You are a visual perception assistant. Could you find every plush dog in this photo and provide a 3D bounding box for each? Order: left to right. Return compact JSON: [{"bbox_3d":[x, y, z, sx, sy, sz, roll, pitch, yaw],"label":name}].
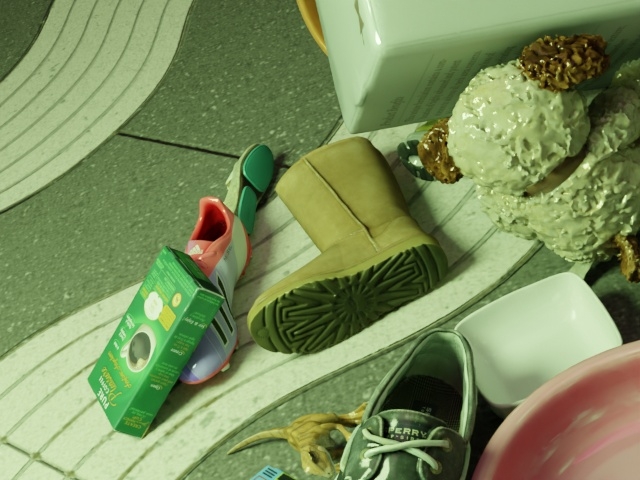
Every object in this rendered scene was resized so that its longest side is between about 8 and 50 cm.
[{"bbox_3d":[0.220,-0.081,1.262,0.262,0.225,0.211,-39,30,32],"label":"plush dog"}]

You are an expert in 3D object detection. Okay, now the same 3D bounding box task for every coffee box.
[{"bbox_3d":[-0.181,0.109,1.419,0.184,0.040,0.113,-59,35,9],"label":"coffee box"}]

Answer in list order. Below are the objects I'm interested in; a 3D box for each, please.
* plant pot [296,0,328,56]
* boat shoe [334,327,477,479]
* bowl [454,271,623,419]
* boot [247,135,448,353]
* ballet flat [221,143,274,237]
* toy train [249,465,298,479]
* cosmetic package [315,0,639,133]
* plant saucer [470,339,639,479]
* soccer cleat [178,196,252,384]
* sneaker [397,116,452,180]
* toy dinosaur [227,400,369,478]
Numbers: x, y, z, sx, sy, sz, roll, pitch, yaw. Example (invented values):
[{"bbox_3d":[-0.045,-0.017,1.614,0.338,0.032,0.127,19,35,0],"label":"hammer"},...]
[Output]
[{"bbox_3d":[0.136,-0.358,1.707,0.290,0.291,0.203,5,28,37],"label":"plant pot"},{"bbox_3d":[0.062,0.188,1.093,0.121,0.119,0.335,9,31,7],"label":"boat shoe"},{"bbox_3d":[0.207,0.108,1.229,0.142,0.053,0.142,-25,35,2],"label":"bowl"},{"bbox_3d":[0.000,0.000,1.482,0.236,0.089,0.269,-20,34,-8],"label":"boot"},{"bbox_3d":[-0.102,-0.061,1.649,0.052,0.057,0.168,-19,34,28],"label":"ballet flat"},{"bbox_3d":[-0.020,0.274,1.146,0.105,0.080,0.184,-39,36,-26],"label":"toy train"},{"bbox_3d":[0.196,-0.331,1.363,0.393,0.328,0.329,-11,-8,-6],"label":"cosmetic package"},{"bbox_3d":[0.278,0.216,1.017,0.332,0.084,0.332,-17,36,13],"label":"plant saucer"},{"bbox_3d":[-0.132,0.055,1.480,0.083,0.095,0.248,-12,37,20],"label":"soccer cleat"},{"bbox_3d":[0.190,-0.122,1.511,0.208,0.081,0.094,7,45,40],"label":"sneaker"},{"bbox_3d":[-0.010,0.185,1.247,0.112,0.064,0.211,2,-4,-17],"label":"toy dinosaur"}]
